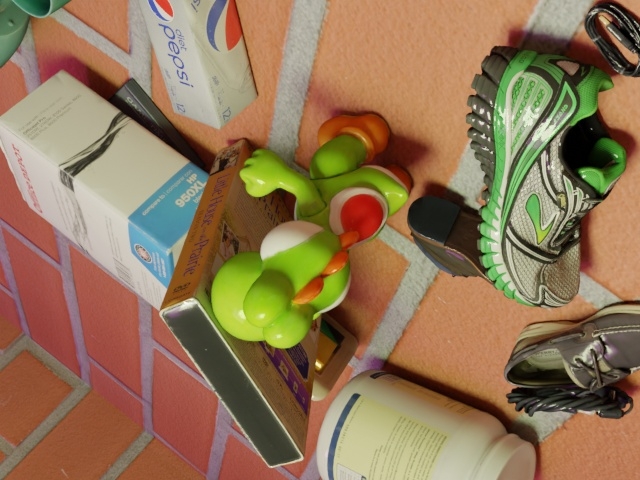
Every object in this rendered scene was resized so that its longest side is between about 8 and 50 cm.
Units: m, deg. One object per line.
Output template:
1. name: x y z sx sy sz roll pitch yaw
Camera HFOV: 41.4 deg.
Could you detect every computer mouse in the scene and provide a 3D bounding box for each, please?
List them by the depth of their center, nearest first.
1. computer mouse: 0.350 -0.141 0.816 0.242 0.041 0.071 39 150 6

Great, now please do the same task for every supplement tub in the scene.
1. supplement tub: 0.181 0.382 1.470 0.325 0.235 0.235 18 142 35

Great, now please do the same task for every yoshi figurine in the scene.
1. yoshi figurine: -0.025 -0.002 1.077 0.204 0.362 0.203 26 135 7

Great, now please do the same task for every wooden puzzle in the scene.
1. wooden puzzle: -0.042 0.155 1.476 0.221 0.239 0.044 40 113 4

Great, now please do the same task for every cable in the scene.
1. cable: 0.342 0.232 1.207 0.184 0.151 0.047 169 99 -73

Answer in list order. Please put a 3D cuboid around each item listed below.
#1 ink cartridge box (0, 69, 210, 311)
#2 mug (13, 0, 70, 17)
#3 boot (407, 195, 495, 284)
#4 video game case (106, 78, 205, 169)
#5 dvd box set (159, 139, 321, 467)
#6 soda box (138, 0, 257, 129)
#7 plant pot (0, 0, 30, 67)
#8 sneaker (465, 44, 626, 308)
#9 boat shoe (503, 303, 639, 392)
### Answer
1. ink cartridge box: -0.357 -0.074 1.507 0.395 0.166 0.285 36 153 13
2. mug: -0.409 -0.412 1.278 0.158 0.097 0.129 31 147 17
3. boot: 0.215 0.016 1.158 0.219 0.082 0.106 33 170 7
4. video game case: -0.338 -0.173 1.568 0.196 0.026 0.274 50 148 -13
5. dvd box set: -0.095 0.076 1.260 0.062 0.420 0.307 -19 121 17
6. soda box: -0.175 -0.298 1.162 0.098 0.091 0.286 23 144 31
7. plant pot: -0.619 -0.385 1.384 0.235 0.293 0.293 -11 123 36
8. sneaker: 0.259 -0.047 0.946 0.146 0.134 0.343 17 140 35
9. boat shoe: 0.359 0.155 1.124 0.103 0.092 0.285 50 149 -14
